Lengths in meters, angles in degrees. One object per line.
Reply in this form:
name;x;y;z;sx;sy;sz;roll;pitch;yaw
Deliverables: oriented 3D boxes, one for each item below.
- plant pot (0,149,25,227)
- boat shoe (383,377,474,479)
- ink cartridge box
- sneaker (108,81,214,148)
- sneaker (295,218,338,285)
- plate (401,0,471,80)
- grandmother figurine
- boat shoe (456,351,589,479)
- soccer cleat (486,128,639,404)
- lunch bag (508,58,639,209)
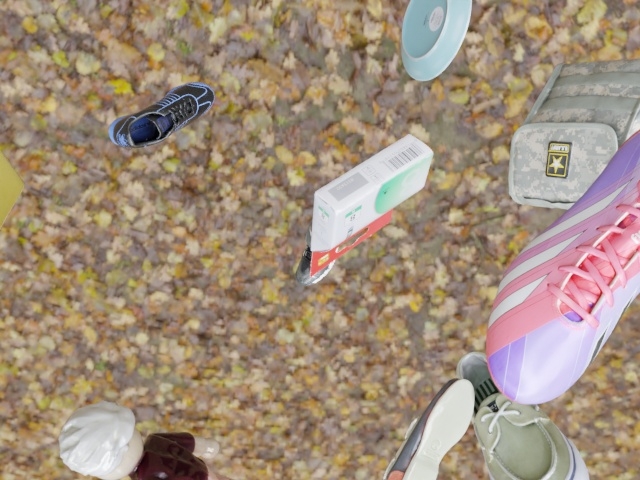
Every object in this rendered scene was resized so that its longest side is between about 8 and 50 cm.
plant pot;-0.250;-0.039;0.481;0.081;0.081;0.083;-2;135;9
boat shoe;0.105;0.195;0.762;0.049;0.137;0.043;34;168;-24
ink cartridge box;0.069;-0.034;1.147;0.181;0.056;0.224;-34;153;-23
sneaker;-0.296;-0.241;1.515;0.232;0.090;0.081;-33;121;-23
sneaker;0.000;0.000;1.692;0.106;0.078;0.234;14;118;-51
plate;0.175;-0.352;1.242;0.024;0.188;0.188;8;132;-27
grandmother figurine;-0.159;0.305;0.931;0.342;0.208;0.104;38;93;-19
boat shoe;0.234;0.239;0.976;0.109;0.302;0.094;-38;105;3
soccer cleat;0.199;0.003;0.518;0.083;0.248;0.095;42;164;0
lunch bag;0.489;-0.178;1.396;0.169;0.287;0.235;41;165;-32
